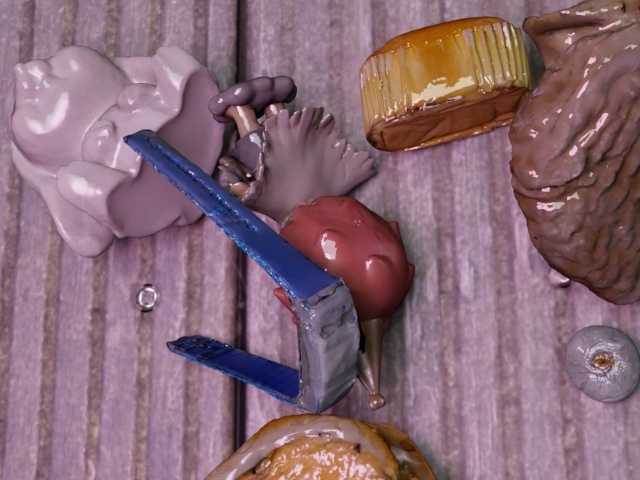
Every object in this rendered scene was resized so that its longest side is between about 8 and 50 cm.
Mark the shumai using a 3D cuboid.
[{"bbox_3d":[0.293,-0.116,1.090,0.267,0.314,0.262,-8,34,-7],"label":"shumai"}]

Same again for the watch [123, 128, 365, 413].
[{"bbox_3d":[-0.079,0.032,1.098,0.068,0.276,0.275,-30,34,-36],"label":"watch"}]

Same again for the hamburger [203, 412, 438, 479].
[{"bbox_3d":[0.003,0.326,1.077,0.319,0.158,0.318,-4,76,15],"label":"hamburger"}]

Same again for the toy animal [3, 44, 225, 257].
[{"bbox_3d":[-0.266,-0.124,1.267,0.265,0.206,0.271,21,71,30],"label":"toy animal"}]

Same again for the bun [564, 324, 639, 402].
[{"bbox_3d":[0.292,0.127,1.100,0.083,0.045,0.083,-4,79,20],"label":"bun"}]

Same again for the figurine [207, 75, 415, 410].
[{"bbox_3d":[0.000,0.000,1.171,0.166,0.207,0.386,-34,76,42],"label":"figurine"}]

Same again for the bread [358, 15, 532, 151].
[{"bbox_3d":[0.137,-0.173,1.177,0.191,0.132,0.114,-10,72,7],"label":"bread"}]
